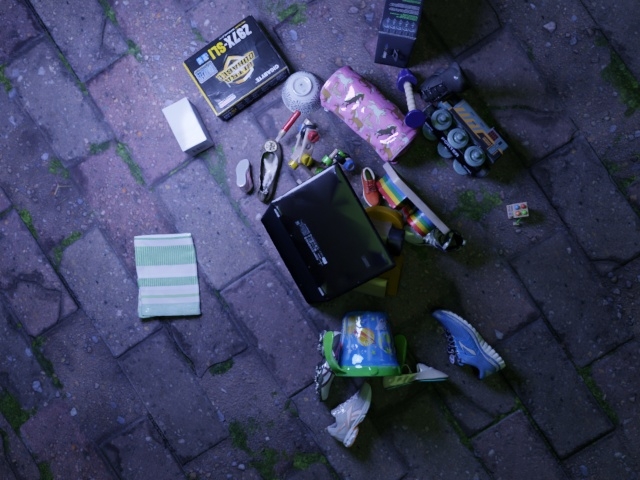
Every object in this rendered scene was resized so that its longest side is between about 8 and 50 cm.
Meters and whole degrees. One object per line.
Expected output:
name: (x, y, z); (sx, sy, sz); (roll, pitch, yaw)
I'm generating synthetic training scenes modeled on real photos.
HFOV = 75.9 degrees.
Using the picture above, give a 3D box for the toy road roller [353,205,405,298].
toy road roller: (0.211, 0.024, 1.502); (0.203, 0.240, 0.329); (13, 128, 16)

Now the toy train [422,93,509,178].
toy train: (0.525, -0.387, 1.503); (0.190, 0.142, 0.334); (-39, 85, -11)

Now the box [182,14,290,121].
box: (-0.318, -0.653, 1.561); (0.322, 0.079, 0.257); (-33, 83, 3)

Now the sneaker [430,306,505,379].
sneaker: (0.518, 0.382, 1.507); (0.147, 0.130, 0.330); (-43, 88, 0)

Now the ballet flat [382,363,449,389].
ballet flat: (0.353, 0.504, 1.546); (0.249, 0.086, 0.086); (-10, 90, 4)

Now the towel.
towel: (-0.606, 0.136, 1.611); (0.248, 0.038, 0.324); (-4, 90, 2)

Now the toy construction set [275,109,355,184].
toy construction set: (-0.057, -0.294, 1.506); (0.237, 0.257, 0.309); (-48, 67, 15)

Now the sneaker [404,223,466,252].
sneaker: (0.419, -0.013, 1.496); (0.235, 0.153, 0.093); (19, 91, 3)

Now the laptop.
laptop: (0.000, 0.000, 1.438); (0.408, 0.236, 0.381); (-30, 89, 15)

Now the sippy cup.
sippy cup: (0.166, 0.369, 1.470); (0.240, 0.305, 0.223); (-8, 72, 21)

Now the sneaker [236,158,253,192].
sneaker: (-0.292, -0.245, 1.590); (0.051, 0.070, 0.134); (-8, 61, 12)

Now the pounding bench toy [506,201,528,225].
pounding bench toy: (0.734, -0.096, 1.521); (0.052, 0.065, 0.083); (-9, 90, 3)

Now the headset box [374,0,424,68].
headset box: (0.283, -0.783, 1.449); (0.132, 0.246, 0.282); (13, 90, 3)

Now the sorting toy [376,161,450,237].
sorting toy: (0.304, -0.132, 1.429); (0.257, 0.255, 0.089); (42, 106, -15)

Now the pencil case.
pencil case: (0.181, -0.455, 1.504); (0.386, 0.167, 0.160); (41, 58, 2)

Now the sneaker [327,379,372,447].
sneaker: (0.109, 0.642, 1.551); (0.121, 0.099, 0.262); (24, 91, 7)

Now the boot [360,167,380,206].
boot: (0.187, -0.199, 1.542); (0.059, 0.084, 0.157); (-17, 91, 2)

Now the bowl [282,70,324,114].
bowl: (-0.068, -0.572, 1.554); (0.170, 0.080, 0.169); (0, 91, 4)

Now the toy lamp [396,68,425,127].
toy lamp: (0.320, -0.521, 1.473); (0.080, 0.080, 0.274); (-2, 52, 3)

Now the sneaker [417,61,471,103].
sneaker: (0.425, -0.535, 1.434); (0.130, 0.286, 0.109); (-37, 103, 7)

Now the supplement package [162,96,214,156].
supplement package: (-0.501, -0.430, 1.566); (0.105, 0.105, 0.179); (-26, 90, 4)

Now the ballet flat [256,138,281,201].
ballet flat: (-0.203, -0.270, 1.574); (0.084, 0.058, 0.249); (12, 91, 2)

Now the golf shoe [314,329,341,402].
golf shoe: (0.041, 0.477, 1.549); (0.120, 0.105, 0.272); (7, 91, -6)
